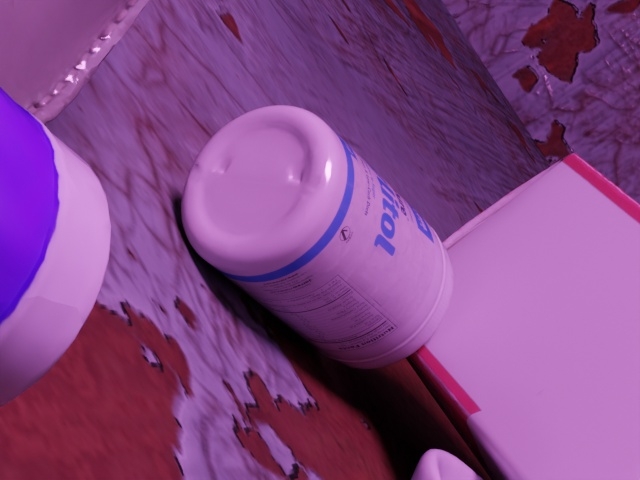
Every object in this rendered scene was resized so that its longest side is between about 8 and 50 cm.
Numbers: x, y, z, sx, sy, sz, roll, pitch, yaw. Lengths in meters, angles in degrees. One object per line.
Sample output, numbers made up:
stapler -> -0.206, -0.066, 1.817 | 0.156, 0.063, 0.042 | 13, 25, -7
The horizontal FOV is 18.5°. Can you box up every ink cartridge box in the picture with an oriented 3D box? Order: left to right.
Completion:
ink cartridge box -> 0.167, 0.129, 0.832 | 0.283, 0.117, 0.207 | 54, -3, -32

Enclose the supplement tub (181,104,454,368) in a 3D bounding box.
supplement tub -> 0.000, 0.000, 0.774 | 0.107, 0.071, 0.071 | 40, 19, -50

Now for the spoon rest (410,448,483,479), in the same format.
spoon rest -> 0.100, 0.179, 0.652 | 0.137, 0.084, 0.276 | 44, 17, -45

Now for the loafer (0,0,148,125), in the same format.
loafer -> -0.046, -0.167, 0.595 | 0.112, 0.111, 0.319 | 49, 53, -50

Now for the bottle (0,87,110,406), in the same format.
bottle -> -0.139, -0.055, 0.305 | 0.283, 0.092, 0.118 | 42, 16, -49
